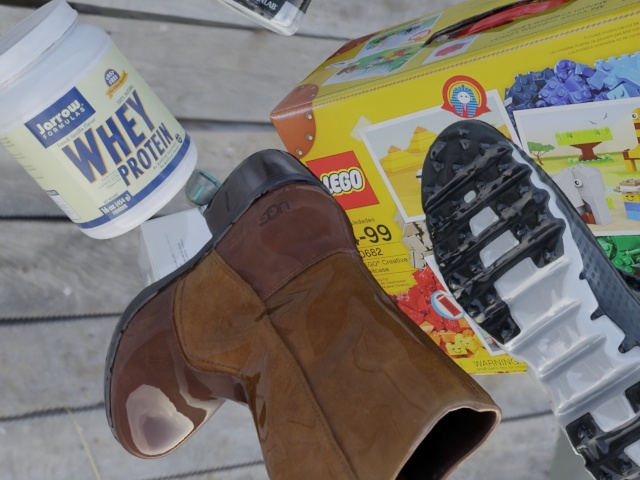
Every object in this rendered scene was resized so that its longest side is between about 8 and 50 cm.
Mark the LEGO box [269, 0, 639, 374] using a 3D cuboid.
[{"bbox_3d":[0.258,-0.067,0.989,0.193,0.500,0.372,-50,120,-43],"label":"LEGO box"}]

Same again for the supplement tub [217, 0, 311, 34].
[{"bbox_3d":[-0.065,-0.553,1.772,0.194,0.194,0.316,23,97,-38],"label":"supplement tub"}]

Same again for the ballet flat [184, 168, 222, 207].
[{"bbox_3d":[-0.227,-0.095,1.822,0.072,0.213,0.068,34,90,-5],"label":"ballet flat"}]

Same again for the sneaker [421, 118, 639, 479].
[{"bbox_3d":[0.139,0.035,0.542,0.078,0.234,0.106,-39,168,28],"label":"sneaker"}]

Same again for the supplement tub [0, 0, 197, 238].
[{"bbox_3d":[-0.374,-0.188,1.522,0.235,0.235,0.324,-44,117,-12],"label":"supplement tub"}]

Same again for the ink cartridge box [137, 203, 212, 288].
[{"bbox_3d":[-0.183,0.016,1.794,0.289,0.211,0.121,-16,73,-18],"label":"ink cartridge box"}]

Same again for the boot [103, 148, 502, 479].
[{"bbox_3d":[-0.030,0.114,0.604,0.096,0.280,0.264,27,109,-38],"label":"boot"}]
